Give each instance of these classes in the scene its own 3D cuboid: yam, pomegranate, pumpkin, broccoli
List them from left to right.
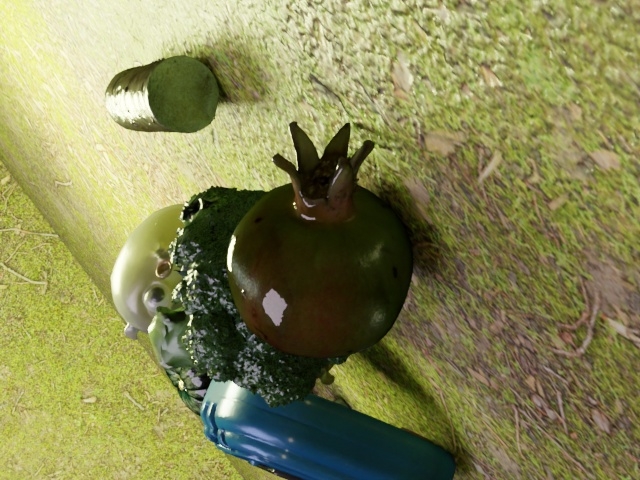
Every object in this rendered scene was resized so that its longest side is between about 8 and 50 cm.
[{"bbox_3d":[-0.200,-0.175,1.392,0.093,0.093,0.259,59,164,-17],"label":"yam"},{"bbox_3d":[-0.195,0.220,2.078,0.220,0.162,0.220,42,150,31],"label":"pumpkin"},{"bbox_3d":[-0.084,0.069,1.313,0.270,0.270,0.270,-28,100,34],"label":"broccoli"},{"bbox_3d":[0.000,0.000,1.066,0.181,0.181,0.224,40,144,40],"label":"pomegranate"}]

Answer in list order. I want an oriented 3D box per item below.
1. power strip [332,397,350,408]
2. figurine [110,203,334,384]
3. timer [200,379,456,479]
[{"bbox_3d":[0.081,0.355,1.772,0.272,0.052,0.078,52,164,9],"label":"power strip"},{"bbox_3d":[-0.103,0.099,1.595,0.394,0.226,0.274,22,168,39],"label":"figurine"},{"bbox_3d":[0.000,0.266,1.488,0.309,0.115,0.340,24,169,-10],"label":"timer"}]
